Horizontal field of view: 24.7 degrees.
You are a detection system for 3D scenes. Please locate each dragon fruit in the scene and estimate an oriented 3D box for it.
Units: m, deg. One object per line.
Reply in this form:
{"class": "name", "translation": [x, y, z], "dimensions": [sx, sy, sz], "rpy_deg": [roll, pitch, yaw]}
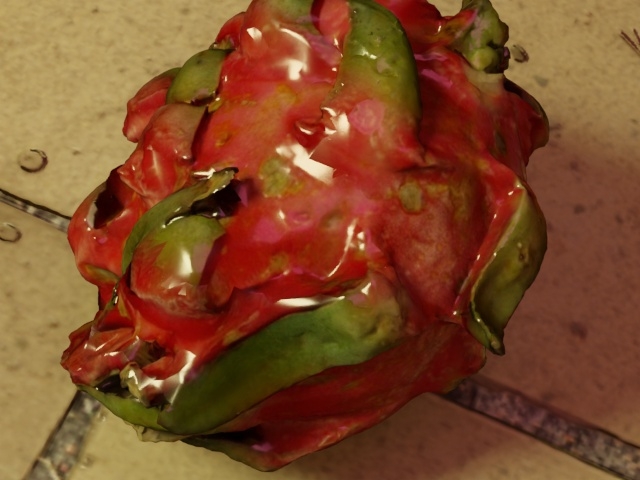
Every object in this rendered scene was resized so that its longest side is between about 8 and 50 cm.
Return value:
{"class": "dragon fruit", "translation": [-0.009, -0.008, 0.794], "dimensions": [0.237, 0.231, 0.303], "rpy_deg": [45, 71, 2]}
